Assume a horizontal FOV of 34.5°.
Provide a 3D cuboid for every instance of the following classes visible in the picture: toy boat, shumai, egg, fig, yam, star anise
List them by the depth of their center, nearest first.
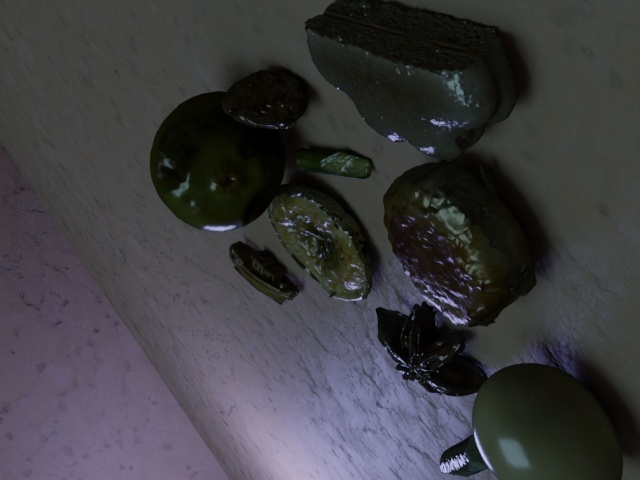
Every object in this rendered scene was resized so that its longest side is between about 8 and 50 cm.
[{"bbox_3d":[0.329,0.287,1.493,0.241,0.186,0.186,46,156,8],"label":"egg"},{"bbox_3d":[-0.079,-0.211,1.658,0.139,0.123,0.105,-2,134,47],"label":"shumai"},{"bbox_3d":[0.181,0.192,1.773,0.229,0.093,0.236,44,159,8],"label":"star anise"},{"bbox_3d":[-0.183,-0.144,1.803,0.239,0.239,0.271,63,177,-20],"label":"fig"},{"bbox_3d":[0.273,0.400,1.905,0.068,0.068,0.169,49,156,10],"label":"yam"},{"bbox_3d":[-0.117,0.062,2.178,0.206,0.064,0.072,33,132,35],"label":"toy boat"}]

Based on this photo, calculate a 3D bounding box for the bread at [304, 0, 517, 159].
[{"bbox_3d":[0.114,-0.199,1.326,0.337,0.102,0.183,28,146,46],"label":"bread"}]

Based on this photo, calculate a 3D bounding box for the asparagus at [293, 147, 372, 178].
[{"bbox_3d":[0.019,-0.125,1.683,0.178,0.041,0.045,14,143,55],"label":"asparagus"}]

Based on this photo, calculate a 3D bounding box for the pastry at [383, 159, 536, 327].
[{"bbox_3d":[0.193,0.000,1.442,0.235,0.121,0.257,52,159,12],"label":"pastry"}]

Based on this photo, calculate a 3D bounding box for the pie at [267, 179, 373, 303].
[{"bbox_3d":[0.000,0.000,1.873,0.274,0.055,0.274,42,155,25],"label":"pie"}]
